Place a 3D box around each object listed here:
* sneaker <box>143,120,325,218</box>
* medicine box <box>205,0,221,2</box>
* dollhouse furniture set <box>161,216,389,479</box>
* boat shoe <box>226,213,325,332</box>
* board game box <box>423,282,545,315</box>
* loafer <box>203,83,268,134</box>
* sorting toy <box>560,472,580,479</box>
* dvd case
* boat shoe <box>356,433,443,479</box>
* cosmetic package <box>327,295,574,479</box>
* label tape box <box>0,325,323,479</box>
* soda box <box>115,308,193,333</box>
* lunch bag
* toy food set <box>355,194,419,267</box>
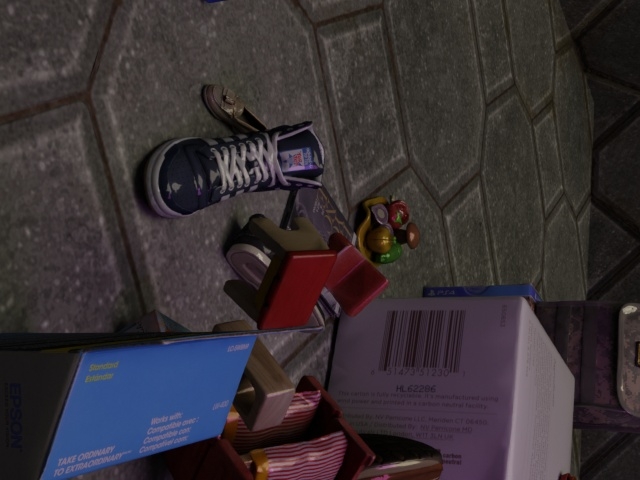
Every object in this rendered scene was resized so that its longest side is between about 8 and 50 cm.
[{"bbox_3d":[-0.096,-0.095,1.201,0.282,0.153,0.099,-25,109,-61],"label":"sneaker"},{"bbox_3d":[-0.127,-0.508,1.195,0.289,0.149,0.264,49,45,-49],"label":"medicine box"},{"bbox_3d":[-0.022,0.162,1.069,0.201,0.152,0.374,-3,130,-40],"label":"dollhouse furniture set"},{"bbox_3d":[-0.050,0.056,1.353,0.233,0.084,0.079,55,41,-41],"label":"boat shoe"},{"bbox_3d":[0.334,0.249,1.926,0.141,0.232,0.291,41,52,-56],"label":"board game box"},{"bbox_3d":[-0.116,-0.181,1.298,0.125,0.039,0.045,44,50,-54],"label":"loafer"},{"bbox_3d":[0.431,0.447,1.578,0.061,0.042,0.102,-28,113,-60],"label":"sorting toy"},{"bbox_3d":[0.000,0.000,1.531,0.221,0.018,0.165,56,40,-46],"label":"dvd case"},{"bbox_3d":[0.019,0.355,1.311,0.324,0.122,0.120,-5,100,-24],"label":"boat shoe"},{"bbox_3d":[0.234,0.319,1.610,0.394,0.329,0.327,46,47,-52],"label":"cosmetic package"},{"bbox_3d":[-0.196,0.130,0.775,0.240,0.333,0.106,4,83,-63],"label":"label tape box"},{"bbox_3d":[-0.165,0.150,1.118,0.183,0.063,0.058,44,18,-53],"label":"soda box"},{"bbox_3d":[0.571,0.247,1.822,0.169,0.287,0.235,49,46,-53],"label":"lunch bag"},{"bbox_3d":[0.139,-0.021,1.749,0.218,0.071,0.128,-23,107,-62],"label":"toy food set"}]
